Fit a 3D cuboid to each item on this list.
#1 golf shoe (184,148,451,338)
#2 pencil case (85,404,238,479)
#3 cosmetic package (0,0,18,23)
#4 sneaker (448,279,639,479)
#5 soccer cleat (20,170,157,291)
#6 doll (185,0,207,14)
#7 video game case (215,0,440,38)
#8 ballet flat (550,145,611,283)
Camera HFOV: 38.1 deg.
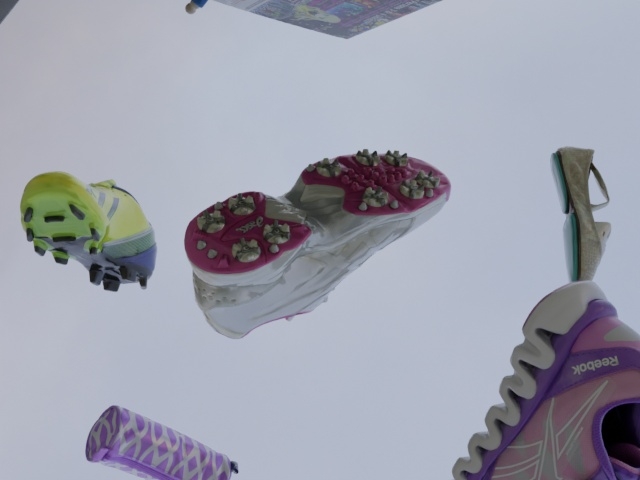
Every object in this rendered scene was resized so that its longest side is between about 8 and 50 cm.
[{"bbox_3d":[0.000,0.000,0.949,0.306,0.140,0.115,-20,-134,-27],"label":"golf shoe"},{"bbox_3d":[-0.218,0.300,1.263,0.086,0.206,0.088,-46,-151,25],"label":"pencil case"},{"bbox_3d":[-0.444,-0.276,1.079,0.127,0.107,0.238,-56,-144,-7],"label":"cosmetic package"},{"bbox_3d":[0.159,0.149,0.619,0.104,0.095,0.236,34,-66,33],"label":"sneaker"},{"bbox_3d":[-0.270,-0.029,1.090,0.093,0.289,0.121,-5,-110,9],"label":"soccer cleat"},{"bbox_3d":[-0.179,-0.357,1.201,0.189,0.129,0.046,7,-153,21],"label":"doll"},{"bbox_3d":[-0.004,-0.268,0.934,0.232,0.210,0.041,-2,-101,63],"label":"video game case"},{"bbox_3d":[0.274,-0.026,0.955,0.052,0.057,0.168,-3,-114,3],"label":"ballet flat"}]
